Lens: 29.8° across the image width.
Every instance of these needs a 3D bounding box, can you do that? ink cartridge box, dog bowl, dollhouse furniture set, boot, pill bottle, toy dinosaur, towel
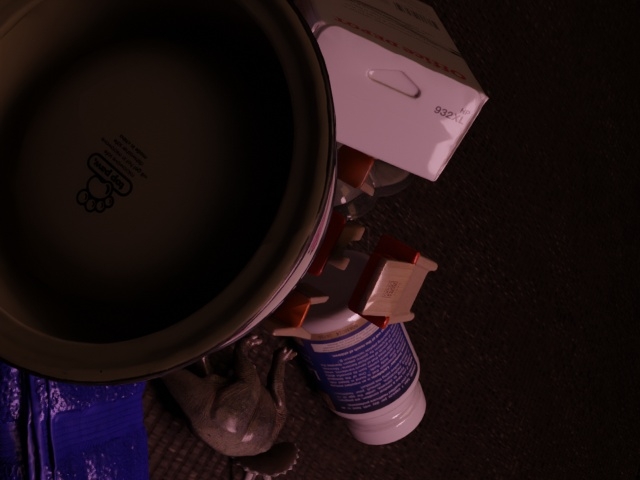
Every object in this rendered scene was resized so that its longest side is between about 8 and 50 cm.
[{"bbox_3d":[0.049,-0.226,1.482,0.129,0.223,0.307,-61,-160,23],"label":"ink cartridge box"},{"bbox_3d":[-0.166,-0.065,1.105,0.150,0.408,0.408,37,57,-72],"label":"dog bowl"},{"bbox_3d":[0.000,0.000,1.454,0.135,0.259,0.262,10,107,-58],"label":"dollhouse furniture set"},{"bbox_3d":[0.058,-0.136,1.786,0.246,0.083,0.161,-37,116,-56],"label":"boot"},{"bbox_3d":[0.053,0.156,1.697,0.153,0.153,0.264,-61,139,-40],"label":"pill bottle"},{"bbox_3d":[-0.103,0.201,1.463,0.313,0.121,0.160,47,37,-55],"label":"toy dinosaur"},{"bbox_3d":[-0.249,0.213,1.252,0.228,0.076,0.308,-5,94,-59],"label":"towel"}]
